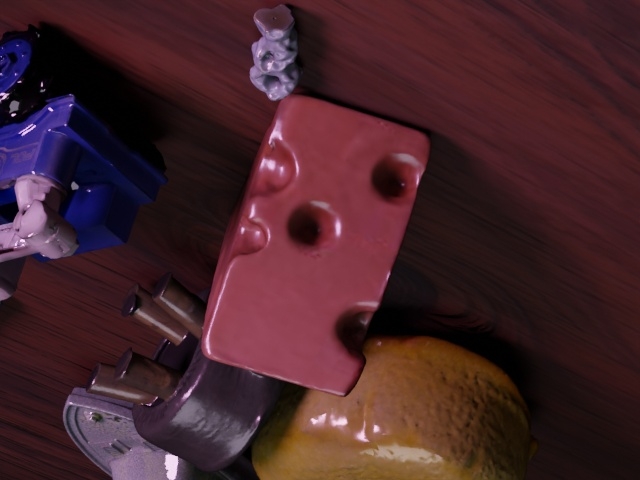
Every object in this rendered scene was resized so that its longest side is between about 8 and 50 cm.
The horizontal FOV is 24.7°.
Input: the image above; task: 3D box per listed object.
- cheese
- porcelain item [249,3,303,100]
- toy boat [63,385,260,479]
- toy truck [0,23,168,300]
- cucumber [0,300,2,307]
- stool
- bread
[{"bbox_3d":[-0.009,0.026,1.092,0.128,0.177,0.203,18,149,-8],"label":"cheese"},{"bbox_3d":[-0.031,-0.126,1.003,0.036,0.028,0.083,7,149,5],"label":"porcelain item"},{"bbox_3d":[-0.165,0.242,1.565,0.141,0.092,0.319,-12,139,33],"label":"toy boat"},{"bbox_3d":[-0.229,-0.035,1.080,0.213,0.177,0.161,-13,141,34],"label":"toy truck"},{"bbox_3d":[-0.347,0.079,1.436,0.032,0.032,0.133,26,147,-19],"label":"cucumber"},{"bbox_3d":[-0.098,0.092,1.274,0.139,0.153,0.228,30,116,-20],"label":"stool"},{"bbox_3d":[0.067,0.184,1.343,0.270,0.148,0.270,12,145,8],"label":"bread"}]
